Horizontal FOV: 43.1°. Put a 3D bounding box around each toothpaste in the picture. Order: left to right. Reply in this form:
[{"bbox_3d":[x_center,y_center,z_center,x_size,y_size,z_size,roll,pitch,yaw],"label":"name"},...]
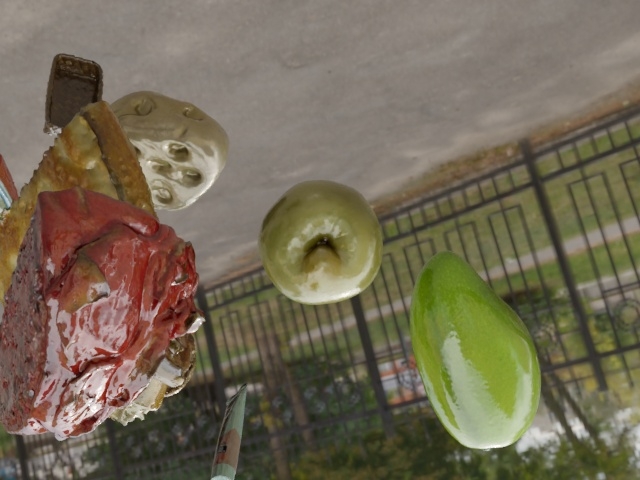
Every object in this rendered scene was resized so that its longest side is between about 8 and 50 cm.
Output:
[{"bbox_3d":[-0.140,0.301,1.252,0.056,0.036,0.205,-45,-162,21],"label":"toothpaste"}]

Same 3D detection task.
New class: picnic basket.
[{"bbox_3d":[-0.503,-0.286,1.645,0.110,0.193,0.055,12,149,-23],"label":"picnic basket"}]

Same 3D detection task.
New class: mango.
[{"bbox_3d":[0.239,0.170,1.268,0.192,0.343,0.156,-33,-155,-24],"label":"mango"}]

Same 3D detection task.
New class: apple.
[{"bbox_3d":[0.000,0.000,1.190,0.200,0.200,0.200,-14,168,-3],"label":"apple"}]

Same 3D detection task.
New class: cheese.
[{"bbox_3d":[-0.266,-0.152,1.340,0.235,0.117,0.218,-15,137,27],"label":"cheese"}]

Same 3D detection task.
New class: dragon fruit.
[{"bbox_3d":[-0.209,0.107,0.832,0.205,0.152,0.317,-2,138,-33],"label":"dragon fruit"}]

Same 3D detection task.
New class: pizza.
[{"bbox_3d":[-0.365,0.024,1.174,0.406,0.440,0.130,4,-166,38],"label":"pizza"}]

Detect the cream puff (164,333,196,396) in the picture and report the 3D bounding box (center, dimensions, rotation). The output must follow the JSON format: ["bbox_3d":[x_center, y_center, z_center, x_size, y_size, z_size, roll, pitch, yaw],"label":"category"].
[{"bbox_3d":[-0.351,0.222,1.560,0.183,0.183,0.169,-2,167,-46],"label":"cream puff"}]

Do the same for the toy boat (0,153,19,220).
[{"bbox_3d":[-0.627,-0.045,1.467,0.145,0.133,0.332,12,157,-11],"label":"toy boat"}]
